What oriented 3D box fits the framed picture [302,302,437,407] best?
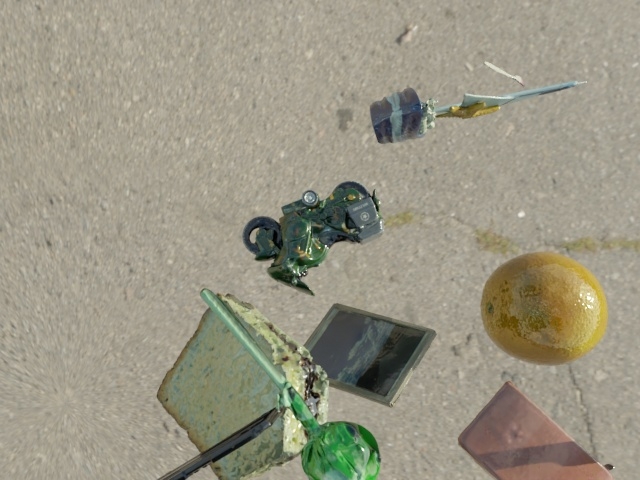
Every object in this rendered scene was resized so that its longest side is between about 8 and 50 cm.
[{"bbox_3d":[0.080,0.221,1.569,0.189,0.260,0.023,-52,134,-29],"label":"framed picture"}]

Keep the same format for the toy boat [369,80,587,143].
[{"bbox_3d":[0.215,-0.197,1.100,0.291,0.220,0.067,-14,92,9],"label":"toy boat"}]

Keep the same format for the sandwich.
[{"bbox_3d":[-0.130,0.284,1.458,0.131,0.325,0.262,20,105,-52],"label":"sandwich"}]

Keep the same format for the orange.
[{"bbox_3d":[0.426,0.130,1.519,0.236,0.236,0.236,4,78,-17],"label":"orange"}]

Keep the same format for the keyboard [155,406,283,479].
[{"bbox_3d":[-0.175,0.338,1.243,0.262,0.106,0.016,-33,87,12],"label":"keyboard"}]

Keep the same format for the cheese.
[{"bbox_3d":[0.282,0.285,1.133,0.128,0.203,0.177,-46,115,-4],"label":"cheese"}]

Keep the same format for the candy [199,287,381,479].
[{"bbox_3d":[-0.046,0.187,0.991,0.097,0.097,0.323,-38,87,-21],"label":"candy"}]

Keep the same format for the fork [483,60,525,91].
[{"bbox_3d":[0.289,-0.255,1.230,0.115,0.012,0.016,18,49,-41],"label":"fork"}]

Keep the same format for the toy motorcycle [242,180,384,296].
[{"bbox_3d":[0.000,0.000,1.517,0.275,0.125,0.187,-24,79,-1],"label":"toy motorcycle"}]
